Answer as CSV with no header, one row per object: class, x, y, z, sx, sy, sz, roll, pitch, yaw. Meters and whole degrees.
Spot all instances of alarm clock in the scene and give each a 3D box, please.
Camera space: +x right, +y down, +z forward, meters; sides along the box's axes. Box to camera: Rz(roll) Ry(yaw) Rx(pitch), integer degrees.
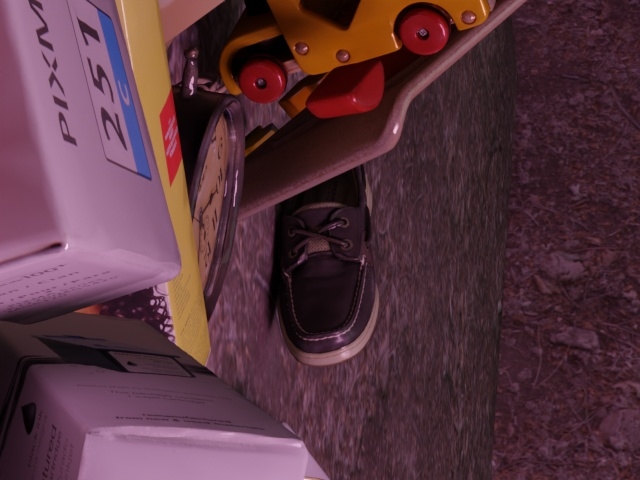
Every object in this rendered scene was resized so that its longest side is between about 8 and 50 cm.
alarm clock,-0.081,-0.007,0.997,0.192,0.064,0.129,82,19,-57

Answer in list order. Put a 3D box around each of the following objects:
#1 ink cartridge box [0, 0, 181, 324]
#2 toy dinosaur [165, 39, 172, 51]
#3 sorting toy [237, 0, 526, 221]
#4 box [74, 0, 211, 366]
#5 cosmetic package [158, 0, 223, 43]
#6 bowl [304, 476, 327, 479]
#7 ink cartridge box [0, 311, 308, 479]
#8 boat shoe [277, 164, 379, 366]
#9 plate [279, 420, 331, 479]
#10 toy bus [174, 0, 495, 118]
ink cartridge box,-0.134,-0.129,0.531,0.261,0.066,0.296,23,52,-79
toy dinosaur,-0.091,-0.154,0.980,0.092,0.053,0.183,44,47,-73
sorting toy,0.020,-0.104,1.170,0.041,0.307,0.229,50,58,-11
box,-0.106,-0.032,0.821,0.058,0.087,0.232,-72,158,-58
cosmetic package,-0.089,-0.128,0.909,0.115,0.041,0.060,-46,128,-47
bowl,-0.024,0.237,1.154,0.080,0.170,0.170,141,-44,-63
ink cartridge box,-0.083,0.110,0.667,0.190,0.082,0.140,-156,-105,-65
boat shoe,0.001,-0.001,1.410,0.223,0.080,0.073,-85,164,-49
plate,-0.030,0.294,1.323,0.278,0.045,0.277,63,30,-67
toy bus,0.003,-0.154,1.027,0.191,0.202,0.104,23,-37,59
